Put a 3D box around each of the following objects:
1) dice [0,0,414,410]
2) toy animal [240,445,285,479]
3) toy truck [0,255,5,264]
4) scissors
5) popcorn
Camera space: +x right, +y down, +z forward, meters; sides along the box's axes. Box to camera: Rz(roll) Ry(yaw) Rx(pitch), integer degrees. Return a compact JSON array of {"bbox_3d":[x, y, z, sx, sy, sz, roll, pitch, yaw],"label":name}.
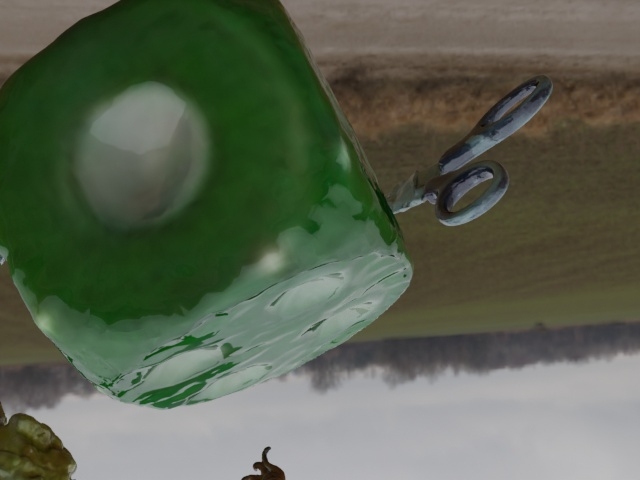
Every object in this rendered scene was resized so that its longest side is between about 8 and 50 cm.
[{"bbox_3d":[-0.099,-0.032,0.773,0.297,0.287,0.300,-30,160,5],"label":"dice"},{"bbox_3d":[-0.111,0.515,1.645,0.099,0.241,0.057,-6,143,28],"label":"toy animal"},{"bbox_3d":[-0.587,-0.067,1.201,0.338,0.185,0.133,20,153,-22],"label":"toy truck"},{"bbox_3d":[0.117,-0.065,1.072,0.029,0.256,0.383,44,142,-15],"label":"scissors"},{"bbox_3d":[-0.613,0.485,1.674,0.279,0.274,0.335,20,-149,-4],"label":"popcorn"}]
